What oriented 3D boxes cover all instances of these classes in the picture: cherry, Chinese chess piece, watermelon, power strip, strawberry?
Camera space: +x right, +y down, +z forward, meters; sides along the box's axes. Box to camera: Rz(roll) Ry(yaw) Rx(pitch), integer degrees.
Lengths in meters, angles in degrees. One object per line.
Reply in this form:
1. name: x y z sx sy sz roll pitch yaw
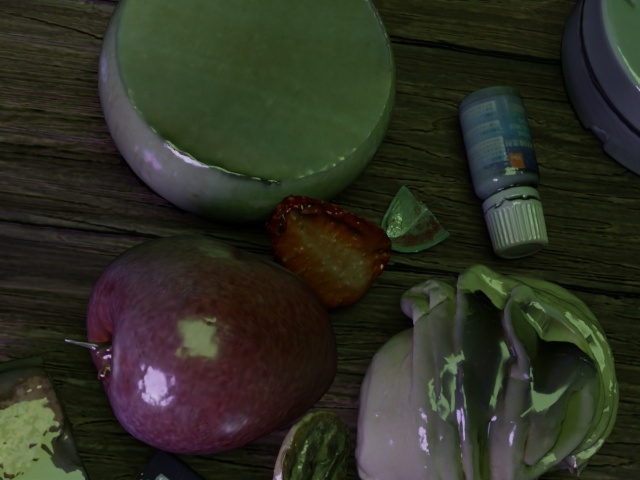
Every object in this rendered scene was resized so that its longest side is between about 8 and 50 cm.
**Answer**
1. cherry: -0.115 0.110 1.550 0.307 0.261 0.221 9 109 -25
2. Chinese chess piece: -0.086 -0.187 1.721 0.349 0.146 0.349 4 68 -10
3. watermelon: 0.109 -0.022 1.742 0.085 0.061 0.085 8 62 -16
4. power strip: 0.491 -0.251 1.850 0.357 0.161 0.357 4 69 -10
5. strawberry: 0.000 0.000 1.662 0.121 0.188 0.082 -45 44 -1

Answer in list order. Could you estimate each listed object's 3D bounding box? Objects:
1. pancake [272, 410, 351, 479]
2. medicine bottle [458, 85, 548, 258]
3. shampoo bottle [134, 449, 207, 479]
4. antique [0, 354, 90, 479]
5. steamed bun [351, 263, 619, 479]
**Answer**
1. pancake: -0.011 0.255 1.572 0.028 0.158 0.158 11 64 27
2. medicine bottle: 0.223 -0.081 1.777 0.083 0.083 0.203 -4 72 -13
3. shampoo bottle: -0.079 0.352 1.557 0.309 0.071 0.098 37 66 4
4. antique: -0.298 0.264 1.519 0.150 0.125 0.284 -11 72 -16
5. steamed bun: 0.191 0.162 1.614 0.275 0.206 0.320 33 71 0
